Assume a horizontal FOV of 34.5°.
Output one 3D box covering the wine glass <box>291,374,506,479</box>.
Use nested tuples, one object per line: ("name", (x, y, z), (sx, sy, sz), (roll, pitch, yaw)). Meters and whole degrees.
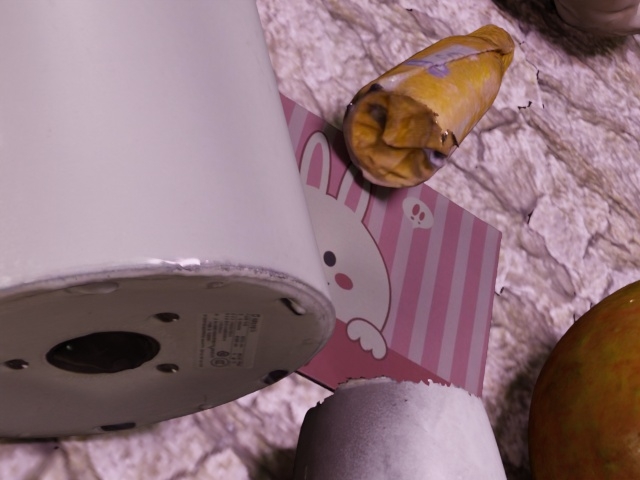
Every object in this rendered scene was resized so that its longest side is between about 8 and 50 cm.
("wine glass", (0.044, 0.198, 0.521), (0.126, 0.126, 0.241), (16, 57, -30))

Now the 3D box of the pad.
("pad", (0.000, 0.000, 0.682), (0.300, 0.005, 0.202), (31, 50, -20))

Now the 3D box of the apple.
("apple", (0.265, 0.132, 0.659), (0.246, 0.226, 0.246), (16, 58, -28))

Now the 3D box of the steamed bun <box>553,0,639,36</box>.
("steamed bun", (0.281, -0.379, 0.894), (0.368, 0.255, 0.342), (36, 51, -46))

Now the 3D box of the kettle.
("kettle", (-0.149, -0.075, 0.507), (0.205, 0.265, 0.318), (35, 39, -61))

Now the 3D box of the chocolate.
("chocolate", (0.094, -0.116, 0.779), (0.085, 0.086, 0.219), (49, 38, -4))
